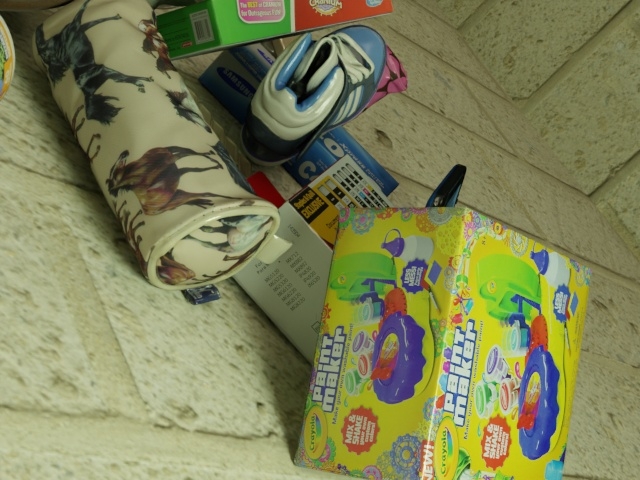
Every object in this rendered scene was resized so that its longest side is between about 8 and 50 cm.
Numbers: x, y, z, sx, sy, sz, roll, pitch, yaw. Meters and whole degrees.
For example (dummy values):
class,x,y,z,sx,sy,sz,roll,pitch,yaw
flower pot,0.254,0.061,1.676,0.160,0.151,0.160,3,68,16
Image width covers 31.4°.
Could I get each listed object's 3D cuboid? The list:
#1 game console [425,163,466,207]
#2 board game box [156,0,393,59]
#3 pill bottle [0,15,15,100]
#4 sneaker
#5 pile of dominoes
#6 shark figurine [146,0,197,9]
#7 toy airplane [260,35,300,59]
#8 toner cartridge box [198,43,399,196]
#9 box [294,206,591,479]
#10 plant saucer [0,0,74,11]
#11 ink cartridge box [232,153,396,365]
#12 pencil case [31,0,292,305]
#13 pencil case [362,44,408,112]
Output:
class,x,y,z,sx,sy,sz,roll,pitch,yaw
game console,0.242,0.037,1.867,0.173,0.250,0.293,20,19,9
board game box,-0.091,-0.322,1.659,0.317,0.242,0.064,-19,102,-38
pill bottle,-0.387,-0.136,1.028,0.152,0.152,0.272,39,22,-15
sneaker,0.019,-0.252,1.692,0.130,0.236,0.323,45,65,1
pile of dominoes,-0.175,-0.125,1.595,0.251,0.040,0.196,52,20,-5
shark figurine,-0.229,-0.352,1.612,0.116,0.166,0.278,14,-15,-5
toy airplane,-0.081,-0.487,2.171,0.384,0.272,0.386,34,58,0
toner cartridge box,-0.030,-0.176,1.871,0.348,0.075,0.165,45,20,1
box,0.145,0.137,1.280,0.279,0.177,0.289,21,76,-46
plant saucer,-0.370,-0.381,1.448,0.311,0.050,0.310,1,48,-2
ink cartridge box,0.000,0.000,1.511,0.272,0.130,0.309,48,21,-2
pencil case,-0.199,-0.125,1.346,0.183,0.160,0.410,22,31,-55
pencil case,0.057,-0.247,1.977,0.098,0.209,0.095,43,24,-36
